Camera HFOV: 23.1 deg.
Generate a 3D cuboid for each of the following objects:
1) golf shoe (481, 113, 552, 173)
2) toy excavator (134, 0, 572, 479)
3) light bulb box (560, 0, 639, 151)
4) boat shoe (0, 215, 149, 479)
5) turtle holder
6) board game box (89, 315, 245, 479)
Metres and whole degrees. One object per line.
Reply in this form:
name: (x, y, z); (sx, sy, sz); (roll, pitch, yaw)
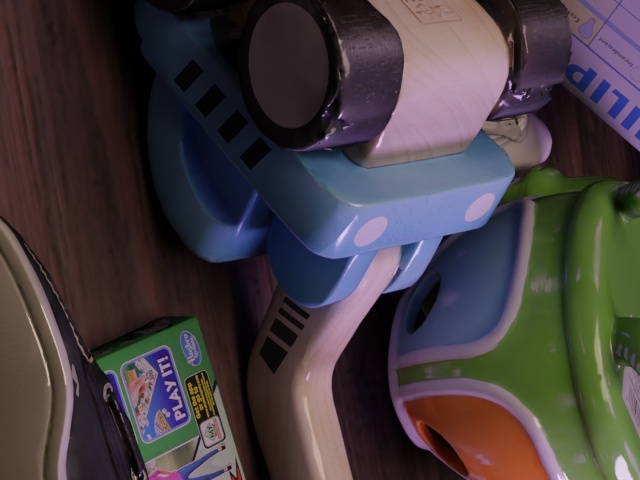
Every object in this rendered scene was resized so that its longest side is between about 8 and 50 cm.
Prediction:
golf shoe: (0.156, -0.102, 1.358); (0.176, 0.086, 0.069); (16, 74, -41)
toy excavator: (0.000, 0.000, 1.137); (0.222, 0.445, 0.433); (-13, 53, -41)
light bulb box: (0.296, -0.302, 1.236); (0.358, 0.361, 0.225); (42, 53, 8)
boat shoe: (-0.168, 0.134, 0.972); (0.340, 0.127, 0.113); (69, 21, -2)
turtle holder: (0.180, 0.057, 1.254); (0.243, 0.227, 0.320); (34, 50, -58)
board game box: (-0.133, 0.237, 1.092); (0.213, 0.046, 0.317); (-24, 101, -41)
